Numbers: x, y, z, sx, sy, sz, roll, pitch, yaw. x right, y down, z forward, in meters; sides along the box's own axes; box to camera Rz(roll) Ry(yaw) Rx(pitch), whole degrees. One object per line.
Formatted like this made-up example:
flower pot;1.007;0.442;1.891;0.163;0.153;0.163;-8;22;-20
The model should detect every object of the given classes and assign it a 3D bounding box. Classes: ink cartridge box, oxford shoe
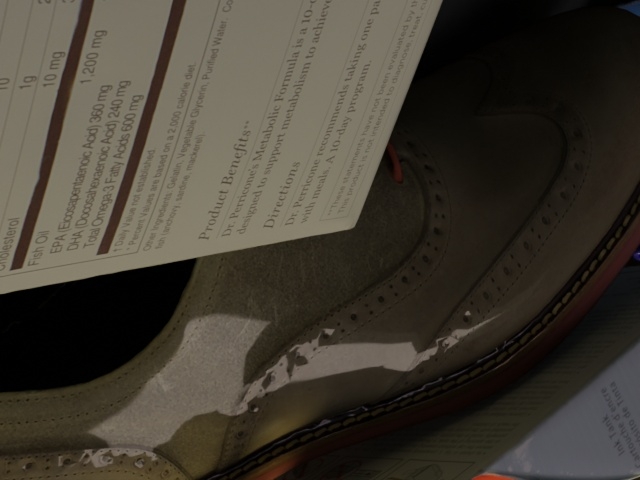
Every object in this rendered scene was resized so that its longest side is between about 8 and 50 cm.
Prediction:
ink cartridge box;0.043;0.088;0.621;0.232;0.189;0.066;-38;105;-30
oxford shoe;0.000;0.000;0.560;0.348;0.123;0.130;-36;136;-16

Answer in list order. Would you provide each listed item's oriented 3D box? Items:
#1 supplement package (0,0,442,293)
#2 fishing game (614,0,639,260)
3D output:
supplement package;-0.101;-0.075;0.361;0.244;0.139;0.133;-11;134;-40
fishing game;0.203;-0.053;0.692;0.189;0.041;0.264;4;139;-1
